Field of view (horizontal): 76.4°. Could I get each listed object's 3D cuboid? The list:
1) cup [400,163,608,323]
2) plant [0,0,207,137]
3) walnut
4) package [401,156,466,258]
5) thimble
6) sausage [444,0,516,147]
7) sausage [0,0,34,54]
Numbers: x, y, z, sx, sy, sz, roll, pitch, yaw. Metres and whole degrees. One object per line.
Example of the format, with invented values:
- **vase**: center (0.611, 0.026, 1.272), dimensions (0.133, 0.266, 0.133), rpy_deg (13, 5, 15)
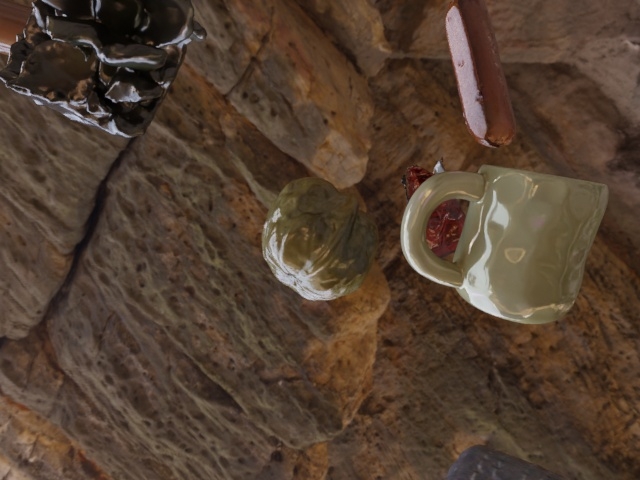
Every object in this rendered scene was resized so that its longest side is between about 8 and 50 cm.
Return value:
- **cup**: center (0.259, 0.002, 0.574), dimensions (0.255, 0.202, 0.173), rpy_deg (1, -163, -29)
- **plant**: center (-0.280, -0.238, 0.525), dimensions (0.198, 0.189, 0.276), rpy_deg (25, 173, -26)
- **walnut**: center (-0.002, -0.001, 0.993), dimensions (0.282, 0.253, 0.277), rpy_deg (21, -125, 8)
- **package**: center (0.311, -0.080, 1.088), dimensions (0.071, 0.194, 0.270), rpy_deg (-177, 72, -73)
- **thimble**: center (0.278, 0.437, 0.607), dimensions (0.236, 0.205, 0.172), rpy_deg (9, 172, -43)
- **sausage**: center (0.341, -0.359, 0.877), dimensions (0.102, 0.102, 0.330), rpy_deg (-23, -81, -68)
- **sausage**: center (-0.517, -0.345, 0.653), dimensions (0.289, 0.086, 0.086), rpy_deg (9, -146, -28)
